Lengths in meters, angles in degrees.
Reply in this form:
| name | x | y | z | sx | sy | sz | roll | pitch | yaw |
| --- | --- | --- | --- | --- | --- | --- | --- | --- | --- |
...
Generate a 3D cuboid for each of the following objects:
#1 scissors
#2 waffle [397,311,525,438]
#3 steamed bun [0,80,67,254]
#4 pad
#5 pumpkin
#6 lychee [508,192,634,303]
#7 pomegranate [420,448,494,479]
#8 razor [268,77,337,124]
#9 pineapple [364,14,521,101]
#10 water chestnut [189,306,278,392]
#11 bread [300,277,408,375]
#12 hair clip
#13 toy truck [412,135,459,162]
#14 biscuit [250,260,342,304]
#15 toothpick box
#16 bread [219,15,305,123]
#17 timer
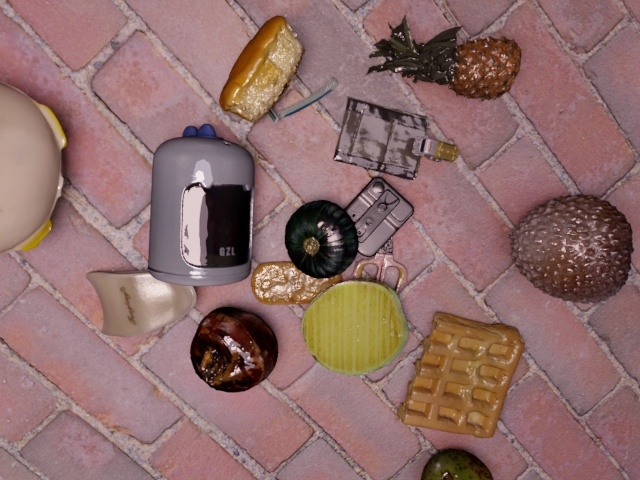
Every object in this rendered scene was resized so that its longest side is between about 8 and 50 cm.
| name | x | y | z | sx | sy | sz | roll | pitch | yaw |
| --- | --- | --- | --- | --- | --- | --- | --- | --- | --- |
| scissors | 0.175 | 0.037 | 1.177 | 0.160 | 0.024 | 0.318 | 8 | 98 | -8 |
| waffle | 0.411 | 0.394 | 1.239 | 0.304 | 0.077 | 0.348 | 15 | 97 | -10 |
| steamed bun | -0.717 | -0.151 | 0.892 | 0.333 | 0.334 | 0.374 | 14 | 96 | -9 |
| pad | 0.163 | -0.267 | 1.129 | 0.233 | 0.022 | 0.174 | 13 | 97 | -9 |
| pumpkin | 0.000 | 0.000 | 1.073 | 0.202 | 0.140 | 0.202 | 11 | 113 | 26 |
| lychee | 0.645 | 0.028 | 1.109 | 0.299 | 0.300 | 0.300 | -1 | 99 | -7 |
| pomegranate | 0.405 | 0.726 | 1.247 | 0.214 | 0.214 | 0.248 | -41 | 134 | 1 |
| razor | -0.043 | -0.352 | 1.083 | 0.191 | 0.037 | 0.068 | -28 | 60 | -6 |
| pineapple | 0.295 | -0.440 | 1.048 | 0.364 | 0.165 | 0.166 | 7 | 98 | -7 |
| water chestnut | -0.226 | 0.275 | 1.064 | 0.223 | 0.238 | 0.224 | 11 | 116 | 22 |
| bread | 0.094 | 0.240 | 1.178 | 0.301 | 0.045 | 0.302 | -1 | 107 | -5 |
| hair clip | -0.443 | 0.148 | 1.073 | 0.282 | 0.113 | 0.173 | -10 | 100 | -5 |
| toy truck | 0.300 | -0.236 | 1.116 | 0.123 | 0.063 | 0.052 | 5 | 100 | -35 |
| biscuit | -0.063 | 0.114 | 1.158 | 0.247 | 0.029 | 0.119 | -1 | 99 | -7 |
| toothpick box | -0.280 | -0.091 | 1.004 | 0.262 | 0.263 | 0.355 | 4 | 98 | -8 |
| bread | -0.138 | -0.393 | 1.000 | 0.121 | 0.174 | 0.246 | 28 | 96 | -31 |
| timer | 0.138 | -0.060 | 1.130 | 0.144 | 0.055 | 0.187 | 42 | 93 | 0 |
